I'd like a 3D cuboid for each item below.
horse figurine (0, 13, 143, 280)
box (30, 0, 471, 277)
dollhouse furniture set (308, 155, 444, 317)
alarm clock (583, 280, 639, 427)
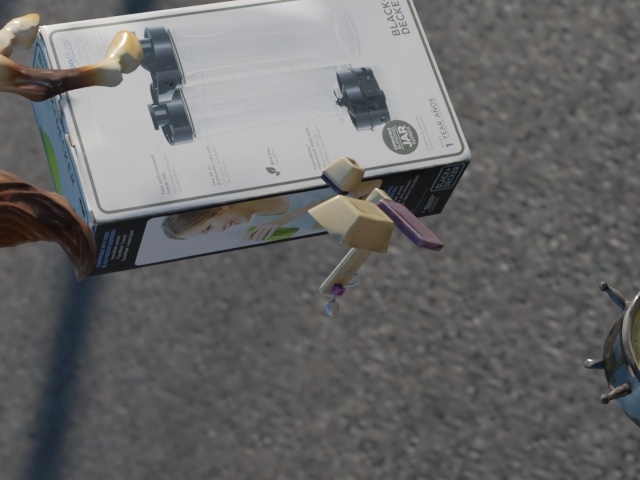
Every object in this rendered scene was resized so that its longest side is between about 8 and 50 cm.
[{"bbox_3d":[-0.177,-0.089,0.700,0.263,0.174,0.066,52,134,8],"label":"horse figurine"},{"bbox_3d":[-0.056,-0.086,1.447,0.087,0.290,0.169,116,138,-59],"label":"box"},{"bbox_3d":[0.000,0.000,1.207,0.091,0.114,0.081,44,104,22],"label":"dollhouse furniture set"},{"bbox_3d":[0.304,0.101,1.536,0.064,0.192,0.129,114,165,-56],"label":"alarm clock"}]
